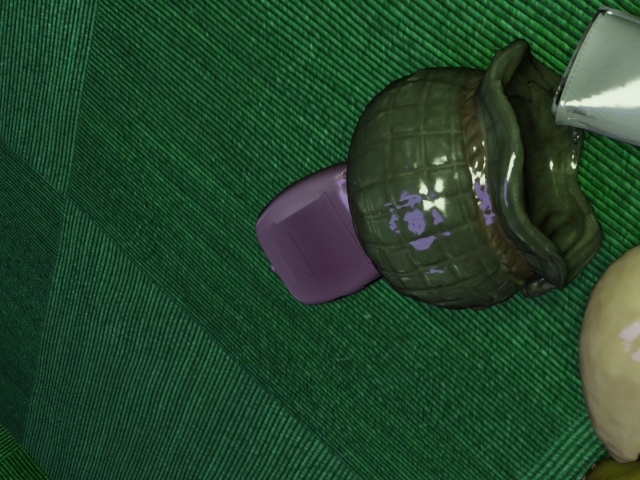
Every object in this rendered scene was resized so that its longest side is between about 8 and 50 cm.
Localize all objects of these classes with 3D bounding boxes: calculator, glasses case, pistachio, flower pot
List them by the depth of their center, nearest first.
[{"bbox_3d":[0.395,-0.139,0.908,0.308,0.083,0.128,17,96,17],"label":"glasses case"},{"bbox_3d":[0.179,-0.063,1.036,0.213,0.302,0.302,-13,106,33],"label":"flower pot"},{"bbox_3d":[0.387,0.132,1.050,0.187,0.187,0.299,22,134,32],"label":"pistachio"},{"bbox_3d":[-0.001,0.001,1.405,0.294,0.043,0.194,-30,94,49],"label":"calculator"}]

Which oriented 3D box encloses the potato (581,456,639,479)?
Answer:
[{"bbox_3d":[0.410,0.354,1.130,0.173,0.140,0.300,62,165,-10],"label":"potato"}]
